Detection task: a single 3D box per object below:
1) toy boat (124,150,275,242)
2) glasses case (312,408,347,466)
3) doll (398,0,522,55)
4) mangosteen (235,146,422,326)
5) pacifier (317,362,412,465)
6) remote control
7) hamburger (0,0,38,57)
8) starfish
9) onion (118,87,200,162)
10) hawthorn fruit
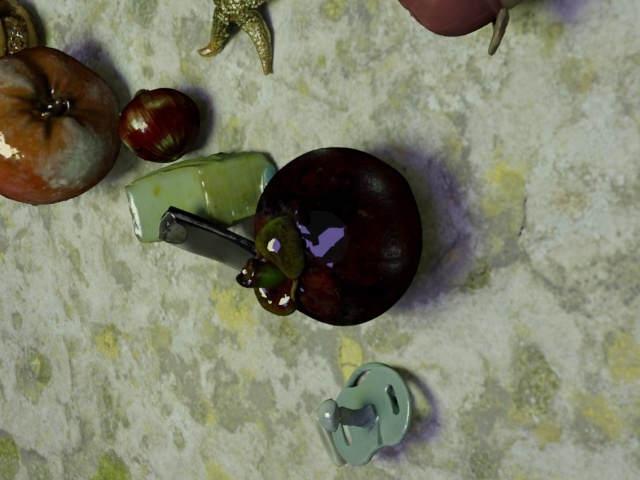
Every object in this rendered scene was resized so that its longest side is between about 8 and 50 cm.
[{"bbox_3d":[-0.185,-0.058,1.277,0.276,0.084,0.111,-7,101,39],"label":"toy boat"},{"bbox_3d":[0.015,0.269,1.234,0.021,0.032,0.083,-29,83,35],"label":"glasses case"},{"bbox_3d":[0.173,-0.322,0.881,0.256,0.152,0.196,-45,57,28],"label":"doll"},{"bbox_3d":[0.010,-0.006,1.055,0.216,0.216,0.216,11,108,36],"label":"mangosteen"},{"bbox_3d":[0.045,0.216,1.148,0.150,0.116,0.127,-36,53,42],"label":"pacifier"},{"bbox_3d":[-0.117,0.016,1.207,0.212,0.028,0.059,23,132,-7],"label":"remote control"},{"bbox_3d":[-0.538,-0.320,1.470,0.191,0.118,0.182,-10,98,43],"label":"hamburger"},{"bbox_3d":[-0.100,-0.301,1.179,0.208,0.053,0.176,-23,97,46],"label":"starfish"},{"bbox_3d":[-0.223,-0.165,1.262,0.118,0.117,0.119,4,110,13],"label":"onion"},{"bbox_3d":[-0.431,-0.170,1.349,0.263,0.231,0.235,2,91,33],"label":"hawthorn fruit"}]
